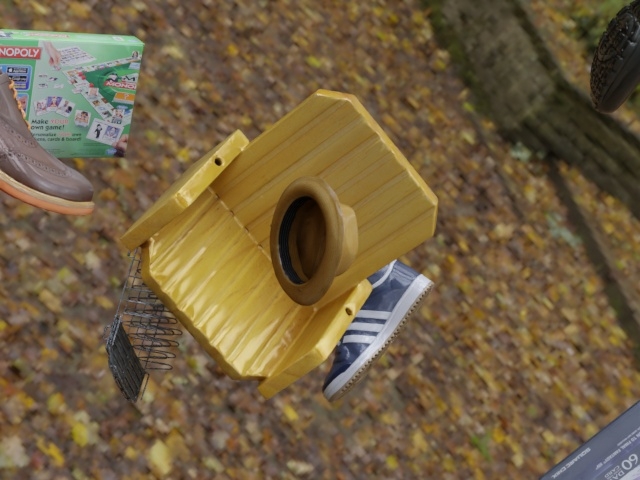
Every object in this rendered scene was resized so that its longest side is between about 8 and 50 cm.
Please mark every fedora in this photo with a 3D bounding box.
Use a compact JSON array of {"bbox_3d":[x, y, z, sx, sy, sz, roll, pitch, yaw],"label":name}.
[{"bbox_3d":[0.000,0.000,1.657,0.079,0.194,0.194,-2,51,-36],"label":"fedora"}]

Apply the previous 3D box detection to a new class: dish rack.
[{"bbox_3d":[-0.271,0.120,1.836,0.208,0.074,0.272,77,21,-53],"label":"dish rack"}]

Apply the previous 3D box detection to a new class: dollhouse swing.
[{"bbox_3d":[-0.041,-0.004,1.747,0.347,0.305,0.315,50,42,-12],"label":"dollhouse swing"}]

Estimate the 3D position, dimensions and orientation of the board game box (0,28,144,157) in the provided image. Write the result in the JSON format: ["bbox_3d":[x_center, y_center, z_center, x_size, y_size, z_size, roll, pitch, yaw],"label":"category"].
[{"bbox_3d":[-0.461,-0.241,1.894,0.317,0.214,0.046,-3,29,-35],"label":"board game box"}]

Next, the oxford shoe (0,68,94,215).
[{"bbox_3d":[-0.400,-0.140,1.411,0.130,0.133,0.363,26,-6,41],"label":"oxford shoe"}]

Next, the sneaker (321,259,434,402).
[{"bbox_3d":[0.059,0.142,2.024,0.153,0.282,0.099,38,-10,11],"label":"sneaker"}]

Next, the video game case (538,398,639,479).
[{"bbox_3d":[0.335,0.239,1.047,0.026,0.196,0.274,50,3,-23],"label":"video game case"}]

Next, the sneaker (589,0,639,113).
[{"bbox_3d":[0.433,-0.259,1.369,0.130,0.286,0.109,25,35,-12],"label":"sneaker"}]
